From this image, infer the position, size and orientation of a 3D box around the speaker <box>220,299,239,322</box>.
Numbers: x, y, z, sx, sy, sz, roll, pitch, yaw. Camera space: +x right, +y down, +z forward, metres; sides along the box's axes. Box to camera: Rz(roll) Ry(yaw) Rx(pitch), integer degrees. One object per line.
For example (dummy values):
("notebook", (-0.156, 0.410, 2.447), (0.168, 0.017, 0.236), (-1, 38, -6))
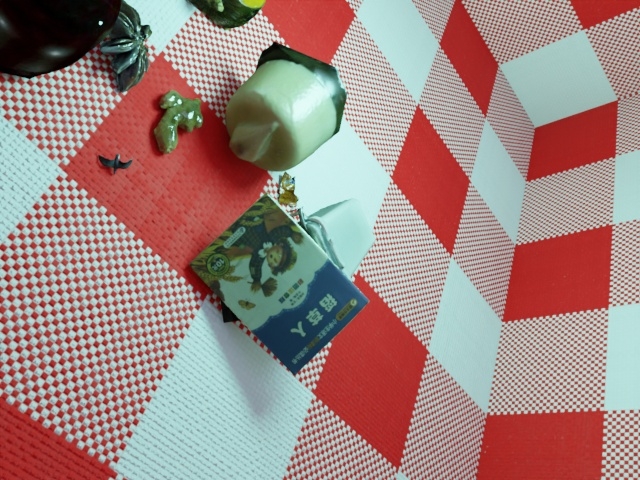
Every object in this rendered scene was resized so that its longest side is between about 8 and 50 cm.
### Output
("speaker", (-0.259, 0.134, 1.796), (0.046, 0.040, 0.191), (0, 77, -52))

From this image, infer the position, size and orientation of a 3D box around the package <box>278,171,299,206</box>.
("package", (-0.102, -0.167, 2.083), (0.077, 0.033, 0.111), (25, 64, -54))

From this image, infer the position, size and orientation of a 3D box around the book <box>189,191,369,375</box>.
("book", (-0.110, 0.120, 1.765), (0.300, 0.039, 0.428), (-44, 96, -9))

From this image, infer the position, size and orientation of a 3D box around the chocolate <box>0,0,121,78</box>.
("chocolate", (-0.606, -0.544, 1.328), (0.383, 0.331, 0.384), (-1, 91, -35))

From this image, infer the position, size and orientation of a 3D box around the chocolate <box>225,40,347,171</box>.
("chocolate", (-0.125, -0.371, 1.898), (0.313, 0.326, 0.297), (27, 40, 13))

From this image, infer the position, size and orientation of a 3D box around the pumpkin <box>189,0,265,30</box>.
("pumpkin", (-0.323, -0.786, 1.947), (0.317, 0.139, 0.222), (34, 51, -39))

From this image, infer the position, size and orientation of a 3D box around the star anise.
("star anise", (-0.508, -0.508, 1.657), (0.229, 0.092, 0.237), (-44, 132, -68))

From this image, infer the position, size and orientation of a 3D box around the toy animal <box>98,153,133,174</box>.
("toy animal", (-0.518, -0.191, 1.606), (0.084, 0.050, 0.028), (4, 35, -13))

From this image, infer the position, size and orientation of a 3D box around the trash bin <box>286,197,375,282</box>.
("trash bin", (0.000, 0.000, 1.998), (0.367, 0.255, 0.296), (-40, 107, -54))

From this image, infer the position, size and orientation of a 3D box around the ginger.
("ginger", (-0.393, -0.331, 1.777), (0.132, 0.058, 0.214), (23, 59, -38))
